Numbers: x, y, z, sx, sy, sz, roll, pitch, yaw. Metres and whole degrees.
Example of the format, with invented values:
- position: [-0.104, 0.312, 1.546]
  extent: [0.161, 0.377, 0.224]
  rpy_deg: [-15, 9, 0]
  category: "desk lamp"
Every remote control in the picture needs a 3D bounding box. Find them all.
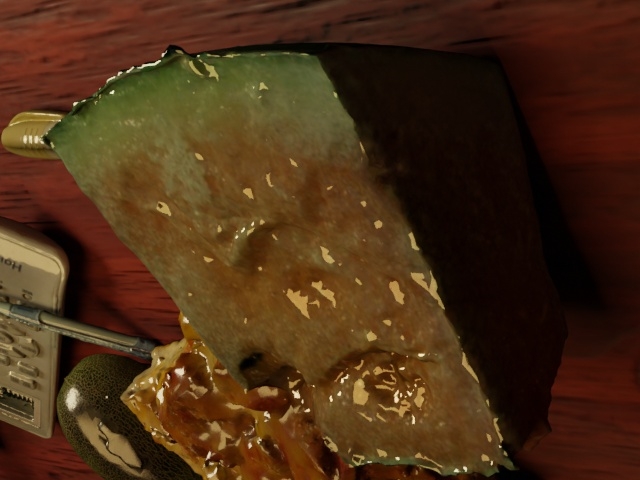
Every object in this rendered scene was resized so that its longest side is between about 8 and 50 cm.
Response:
- position: [-0.278, 0.075, 1.558]
  extent: [0.109, 0.055, 0.313]
  rpy_deg: [22, 146, 3]
  category: "remote control"

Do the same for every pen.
- position: [-0.169, -0.080, 1.296]
  extent: [0.233, 0.032, 0.040]
  rpy_deg: [3, 102, 47]
  category: "pen"

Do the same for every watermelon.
- position: [0.005, -0.014, 1.043]
  extent: [0.264, 0.151, 0.302]
  rpy_deg: [-12, 115, 48]
  category: "watermelon"

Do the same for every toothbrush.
- position: [-0.240, 0.067, 1.461]
  extent: [0.219, 0.016, 0.019]
  rpy_deg: [14, 141, 9]
  category: "toothbrush"

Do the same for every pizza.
- position: [-0.005, 0.145, 1.256]
  extent: [0.409, 0.114, 0.278]
  rpy_deg: [22, 143, 33]
  category: "pizza"

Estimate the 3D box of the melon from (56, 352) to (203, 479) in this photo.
- position: [-0.148, 0.162, 1.447]
  extent: [0.162, 0.099, 0.099]
  rpy_deg: [39, 147, 4]
  category: "melon"
